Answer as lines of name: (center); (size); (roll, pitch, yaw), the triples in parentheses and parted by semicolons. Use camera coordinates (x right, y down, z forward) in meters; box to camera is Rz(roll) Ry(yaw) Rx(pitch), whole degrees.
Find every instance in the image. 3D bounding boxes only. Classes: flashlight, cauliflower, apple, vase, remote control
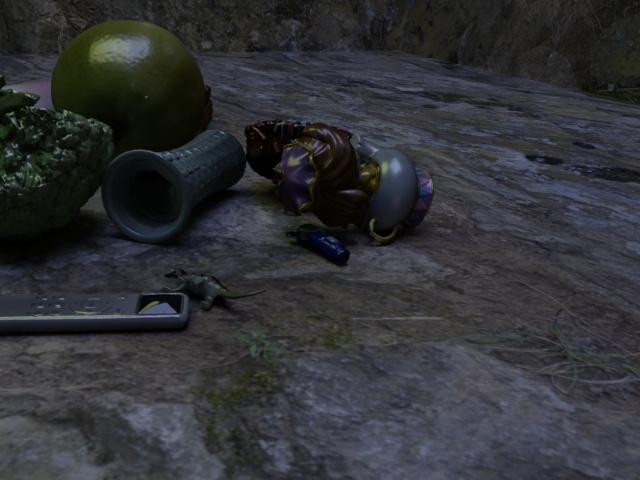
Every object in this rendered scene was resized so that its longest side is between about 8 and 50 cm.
flashlight: (0.000, 0.000, 1.007); (0.057, 0.035, 0.121); (-12, 26, -35)
cauliflower: (-0.445, -0.129, 0.969); (0.275, 0.250, 0.272); (-28, 19, 9)
apple: (-0.371, -0.278, 1.313); (0.292, 0.292, 0.254); (2, 43, -4)
vase: (-0.221, -0.108, 1.116); (0.143, 0.143, 0.299); (8, 20, 11)
remote control: (-0.283, 0.080, 0.777); (0.261, 0.029, 0.067); (0, 23, -9)

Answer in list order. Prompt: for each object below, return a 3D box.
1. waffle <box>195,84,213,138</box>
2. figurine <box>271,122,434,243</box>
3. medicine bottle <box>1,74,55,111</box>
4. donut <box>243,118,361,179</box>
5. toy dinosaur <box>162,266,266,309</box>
waffle: (-0.392, -0.334, 1.699); (0.213, 0.091, 0.308); (3, 22, -1)
figurine: (0.045, -0.093, 1.060); (0.263, 0.142, 0.189); (13, 54, -27)
medicine bottle: (-0.580, -0.267, 1.425); (0.152, 0.152, 0.254); (8, 22, 12)
donut: (-0.032, -0.150, 1.211); (0.235, 0.089, 0.235); (11, -6, 1)
toy dinosaur: (-0.149, 0.059, 0.840); (0.180, 0.037, 0.058); (19, 31, 35)
